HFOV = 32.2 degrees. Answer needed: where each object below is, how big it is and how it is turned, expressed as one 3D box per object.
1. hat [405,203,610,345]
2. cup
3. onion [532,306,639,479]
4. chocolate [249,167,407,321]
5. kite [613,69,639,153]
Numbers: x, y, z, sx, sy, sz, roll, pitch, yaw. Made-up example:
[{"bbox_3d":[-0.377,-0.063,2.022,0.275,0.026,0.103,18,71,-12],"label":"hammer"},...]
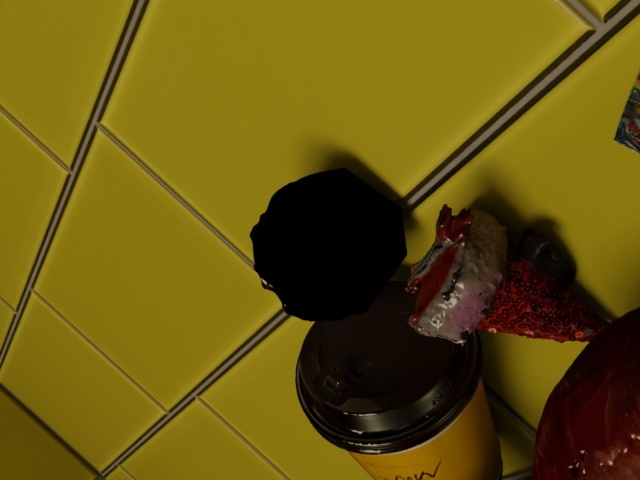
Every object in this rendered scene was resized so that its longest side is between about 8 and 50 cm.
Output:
[{"bbox_3d":[0.189,0.051,0.991,0.227,0.129,0.140,23,133,-2],"label":"hat"},{"bbox_3d":[0.100,0.181,1.179,0.196,0.196,0.280,17,151,37],"label":"cup"},{"bbox_3d":[0.304,0.178,0.872,0.276,0.276,0.276,30,149,20],"label":"onion"},{"bbox_3d":[0.000,0.000,1.131,0.156,0.156,0.133,46,-178,-7],"label":"chocolate"},{"bbox_3d":[0.252,-0.080,0.814,0.122,0.004,0.090,50,149,-15],"label":"kite"}]
